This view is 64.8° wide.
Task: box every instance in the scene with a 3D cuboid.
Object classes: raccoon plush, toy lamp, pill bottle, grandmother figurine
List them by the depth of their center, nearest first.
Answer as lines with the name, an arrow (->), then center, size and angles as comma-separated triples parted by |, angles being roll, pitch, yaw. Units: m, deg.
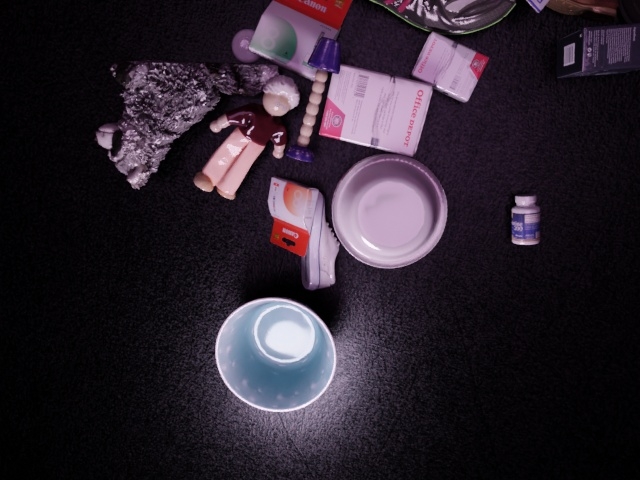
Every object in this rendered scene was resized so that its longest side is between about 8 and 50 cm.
toy lamp -> -0.013, -0.322, 1.164 | 0.080, 0.080, 0.275 | 15, 106, 2
raccoon plush -> -0.326, -0.282, 1.241 | 0.446, 0.216, 0.299 | 4, 110, 5
grandmother figurine -> -0.165, -0.255, 1.242 | 0.342, 0.207, 0.104 | -50, 55, 24
pill bottle -> 0.514, -0.054, 1.264 | 0.067, 0.067, 0.120 | -3, 101, 6

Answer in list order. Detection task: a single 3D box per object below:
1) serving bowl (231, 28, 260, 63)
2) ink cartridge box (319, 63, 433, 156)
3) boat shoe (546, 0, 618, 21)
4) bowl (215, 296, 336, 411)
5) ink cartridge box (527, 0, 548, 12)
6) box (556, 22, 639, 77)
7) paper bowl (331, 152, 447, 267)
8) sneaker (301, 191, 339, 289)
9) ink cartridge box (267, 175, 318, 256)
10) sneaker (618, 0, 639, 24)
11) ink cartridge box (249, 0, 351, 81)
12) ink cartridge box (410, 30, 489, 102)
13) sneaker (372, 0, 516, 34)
serving bowl -> -0.184, -0.487, 1.262 | 0.083, 0.027, 0.083 | 1, 103, 6
ink cartridge box -> 0.133, -0.315, 1.229 | 0.237, 0.100, 0.172 | 14, 103, 4
boat shoe -> 0.594, -0.553, 1.154 | 0.177, 0.064, 0.060 | 12, 98, -3
bowl -> -0.108, 0.275, 1.348 | 0.311, 0.163, 0.312 | 1, 102, 5
ink cartridge box -> 0.451, -0.701, 1.055 | 0.303, 0.072, 0.307 | 38, 100, -15
box -> 0.636, -0.421, 1.127 | 0.158, 0.156, 0.093 | -3, 102, 6
paper bowl -> 0.169, -0.071, 1.246 | 0.284, 0.148, 0.284 | 0, 100, 1
sneaker -> 0.000, 0.000, 1.327 | 0.091, 0.094, 0.258 | -1, 97, -27
ink cartridge box -> -0.084, -0.063, 1.296 | 0.145, 0.045, 0.179 | 23, 104, 41
sneaker -> 0.727, -0.623, 1.084 | 0.125, 0.140, 0.341 | -7, 102, 5
ink cartridge box -> -0.044, -0.523, 1.213 | 0.181, 0.056, 0.225 | 24, 97, -1
ink cartridge box -> 0.306, -0.414, 1.210 | 0.150, 0.063, 0.109 | 25, 103, 1
sneaker -> 0.204, -0.588, 1.111 | 0.482, 0.202, 0.185 | 16, 104, 2
